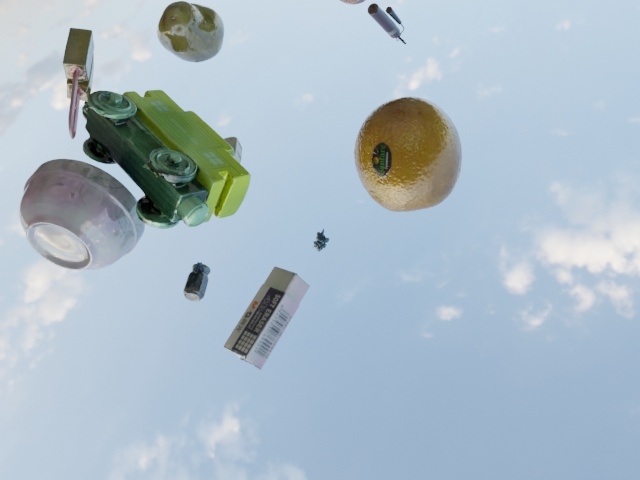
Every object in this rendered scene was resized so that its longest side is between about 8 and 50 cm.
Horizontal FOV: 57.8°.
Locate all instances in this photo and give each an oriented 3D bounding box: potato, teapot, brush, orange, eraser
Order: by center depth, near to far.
[{"bbox_3d":[-0.481,-0.298,1.137,0.047,0.103,0.233,4,-122,-16],"label":"brush"},{"bbox_3d":[0.177,-0.173,1.176,0.236,0.236,0.236,-19,-141,16],"label":"orange"},{"bbox_3d":[-0.287,0.092,1.325,0.049,0.063,0.083,-9,-129,22],"label":"teapot"},{"bbox_3d":[-0.320,-0.515,1.412,0.157,0.157,0.194,-24,-179,10],"label":"potato"},{"bbox_3d":[-0.154,0.224,1.702,0.130,0.086,0.287,13,-114,50],"label":"eraser"}]

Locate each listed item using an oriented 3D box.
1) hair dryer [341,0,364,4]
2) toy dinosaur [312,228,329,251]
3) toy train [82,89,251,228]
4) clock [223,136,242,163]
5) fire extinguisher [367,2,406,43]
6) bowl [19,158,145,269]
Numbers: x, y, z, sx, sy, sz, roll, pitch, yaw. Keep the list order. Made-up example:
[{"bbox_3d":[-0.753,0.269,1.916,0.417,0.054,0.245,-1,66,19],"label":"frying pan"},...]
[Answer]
[{"bbox_3d":[0.028,-0.759,1.445,0.210,0.352,0.125,-51,-178,-32],"label":"hair dryer"},{"bbox_3d":[0.000,0.000,1.986,0.047,0.083,0.030,42,-145,24],"label":"toy dinosaur"},{"bbox_3d":[-0.365,-0.203,1.372,0.442,0.179,0.272,44,-143,21],"label":"toy train"},{"bbox_3d":[-0.401,-0.326,2.251,0.191,0.062,0.151,-15,-139,10],"label":"clock"},{"bbox_3d":[0.166,-0.533,1.410,0.035,0.173,0.049,9,-92,30],"label":"fire extinguisher"},{"bbox_3d":[-0.570,-0.034,1.348,0.287,0.287,0.144,-10,-138,27],"label":"bowl"}]
